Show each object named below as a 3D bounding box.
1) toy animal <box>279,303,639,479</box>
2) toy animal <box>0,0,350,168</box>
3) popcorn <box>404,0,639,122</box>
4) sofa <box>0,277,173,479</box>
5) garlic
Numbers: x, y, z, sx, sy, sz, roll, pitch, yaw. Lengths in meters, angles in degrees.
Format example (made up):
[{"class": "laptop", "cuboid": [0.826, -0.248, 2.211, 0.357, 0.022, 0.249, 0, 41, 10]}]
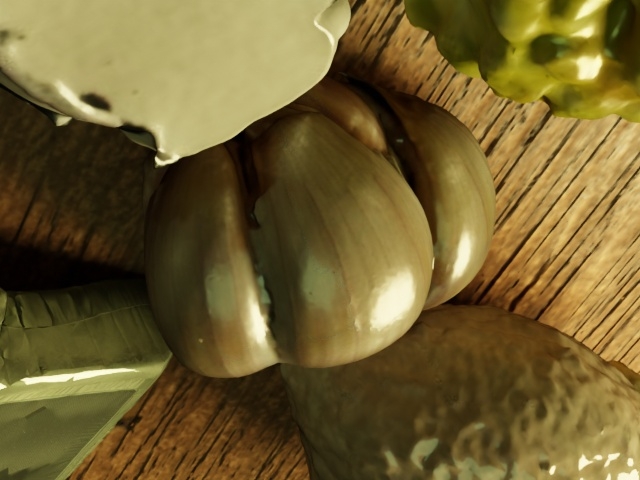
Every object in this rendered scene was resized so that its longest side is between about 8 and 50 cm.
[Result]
[{"class": "toy animal", "cuboid": [0.122, 0.150, 0.971, 0.226, 0.188, 0.358, -32, 123, 32]}, {"class": "toy animal", "cuboid": [-0.097, -0.153, 0.665, 0.204, 0.156, 0.208, -33, 147, 18]}, {"class": "popcorn", "cuboid": [0.162, -0.174, 0.625, 0.241, 0.235, 0.250, -25, 162, -13]}, {"class": "sofa", "cuboid": [-0.244, 0.072, 0.920, 0.225, 0.176, 0.210, -4, 144, -47]}, {"class": "garlic", "cuboid": [0.000, 0.000, 0.822, 0.214, 0.160, 0.191, -3, 134, 4]}]
